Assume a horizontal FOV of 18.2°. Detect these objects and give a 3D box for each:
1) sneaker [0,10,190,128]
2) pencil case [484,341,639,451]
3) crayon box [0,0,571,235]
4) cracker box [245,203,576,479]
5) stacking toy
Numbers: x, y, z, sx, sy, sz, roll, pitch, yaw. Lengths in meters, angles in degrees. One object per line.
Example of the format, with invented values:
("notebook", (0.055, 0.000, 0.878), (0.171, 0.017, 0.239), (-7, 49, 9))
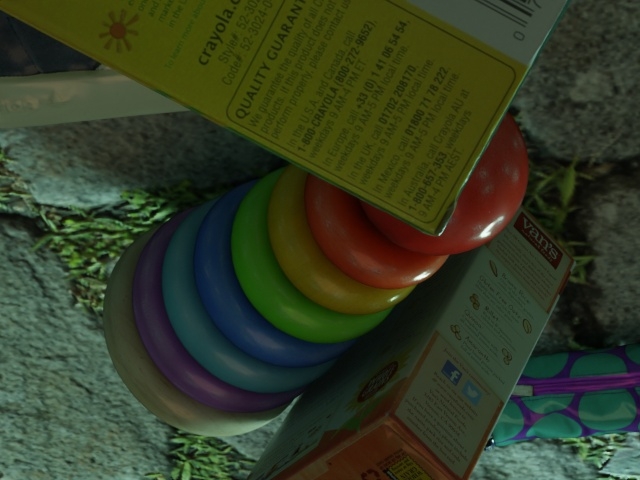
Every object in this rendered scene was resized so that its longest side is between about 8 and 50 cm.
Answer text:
("sneaker", (-0.046, -0.152, 0.995), (0.350, 0.131, 0.148), (-8, 122, -1))
("pencil case", (0.181, 0.102, 1.346), (0.152, 0.064, 0.070), (-8, 165, 11))
("crayon box", (-0.039, -0.167, 0.888), (0.318, 0.081, 0.202), (28, 104, -5))
("cracker box", (0.051, 0.088, 1.200), (0.067, 0.232, 0.156), (45, 130, -9))
("stacking toy", (0.000, 0.000, 1.113), (0.141, 0.141, 0.330), (20, 151, -21))
